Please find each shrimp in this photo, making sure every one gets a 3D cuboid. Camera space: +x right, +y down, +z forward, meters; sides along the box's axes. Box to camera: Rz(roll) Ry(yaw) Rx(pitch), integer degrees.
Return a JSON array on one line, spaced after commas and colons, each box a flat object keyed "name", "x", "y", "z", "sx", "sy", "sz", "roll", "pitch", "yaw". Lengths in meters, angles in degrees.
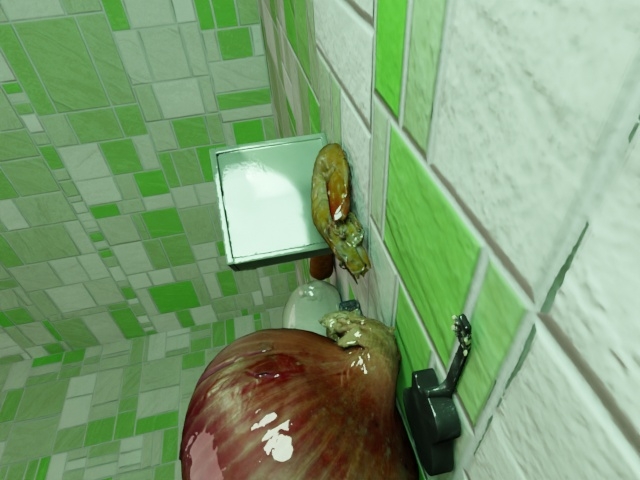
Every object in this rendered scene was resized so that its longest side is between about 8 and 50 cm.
[{"name": "shrimp", "x": 0.031, "y": -0.057, "z": 0.642, "sx": 0.287, "sy": 0.063, "sz": 0.152, "roll": -111, "pitch": 28, "yaw": -55}]

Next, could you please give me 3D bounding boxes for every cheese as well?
[{"name": "cheese", "x": -0.016, "y": 0.200, "z": 1.009, "sx": 0.198, "sy": 0.154, "sz": 0.189, "roll": 92, "pitch": 162, "yaw": -74}]

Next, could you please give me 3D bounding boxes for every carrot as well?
[{"name": "carrot", "x": 0.000, "y": 0.000, "z": 0.965, "sx": 0.061, "sy": 0.061, "sz": 0.210, "roll": -107, "pitch": 11, "yaw": -46}]

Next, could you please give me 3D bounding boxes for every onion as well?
[{"name": "onion", "x": -0.025, "y": 0.282, "z": 0.568, "sx": 0.353, "sy": 0.353, "sz": 0.354, "roll": 170, "pitch": 90, "yaw": -83}]

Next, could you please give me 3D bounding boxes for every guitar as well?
[{"name": "guitar", "x": 0.109, "y": 0.140, "z": 0.383, "sx": 0.233, "sy": 0.025, "sz": 0.088, "roll": 86, "pitch": 172, "yaw": -45}]

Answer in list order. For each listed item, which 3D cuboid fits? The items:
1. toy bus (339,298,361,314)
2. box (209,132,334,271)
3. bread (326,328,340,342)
[{"name": "toy bus", "x": 0.060, "y": 0.152, "z": 0.772, "sx": 0.083, "sy": 0.038, "sz": 0.046, "roll": -106, "pitch": 6, "yaw": -46}, {"name": "box", "x": -0.082, "y": -0.070, "z": 0.826, "sx": 0.117, "sy": 0.225, "sz": 0.225, "roll": 112, "pitch": 148, "yaw": -78}, {"name": "bread", "x": 0.051, "y": 0.225, "z": 0.878, "sx": 0.082, "sy": 0.060, "sz": 0.113, "roll": 97, "pitch": 159, "yaw": -71}]
